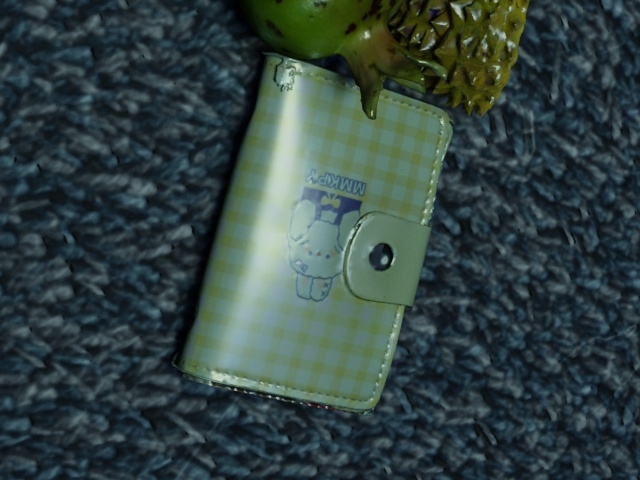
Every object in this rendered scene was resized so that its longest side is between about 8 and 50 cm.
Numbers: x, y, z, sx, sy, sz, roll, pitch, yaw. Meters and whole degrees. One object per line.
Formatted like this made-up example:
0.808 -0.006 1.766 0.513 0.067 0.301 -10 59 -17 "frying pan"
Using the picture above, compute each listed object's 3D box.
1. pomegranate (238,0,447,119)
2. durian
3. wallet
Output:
0.021 -0.210 1.293 0.156 0.220 0.156 -35 157 -17 "pomegranate"
0.142 -0.209 1.374 0.132 0.182 0.165 -26 81 -42 "durian"
0.000 0.000 1.401 0.223 0.077 0.310 16 94 -21 "wallet"
